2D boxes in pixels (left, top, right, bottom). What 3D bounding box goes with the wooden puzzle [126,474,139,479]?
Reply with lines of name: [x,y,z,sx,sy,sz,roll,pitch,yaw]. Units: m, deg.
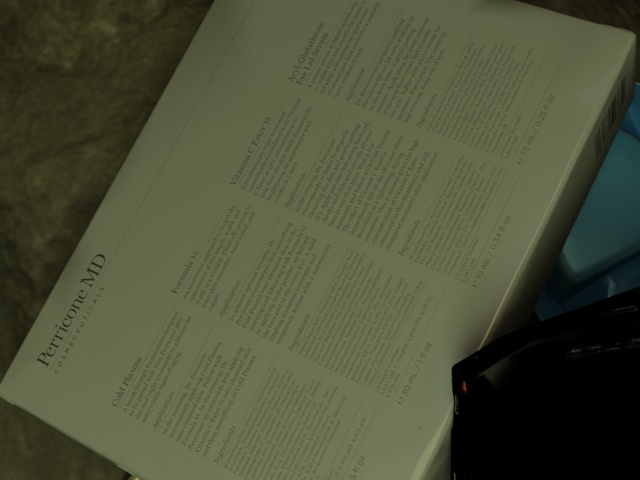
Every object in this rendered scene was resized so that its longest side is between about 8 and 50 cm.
wooden puzzle: [-0.035,0.233,0.700,0.239,0.044,0.221,42,81,6]

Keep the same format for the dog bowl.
dog bowl: [0.225,0.027,0.731,0.166,0.074,0.297,-27,81,-6]

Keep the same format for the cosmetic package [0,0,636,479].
cosmetic package: [0.000,0.000,0.672,0.284,0.097,0.377,24,80,22]

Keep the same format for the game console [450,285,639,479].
game console: [0.186,0.182,0.610,0.213,0.044,0.361,-9,121,-8]
